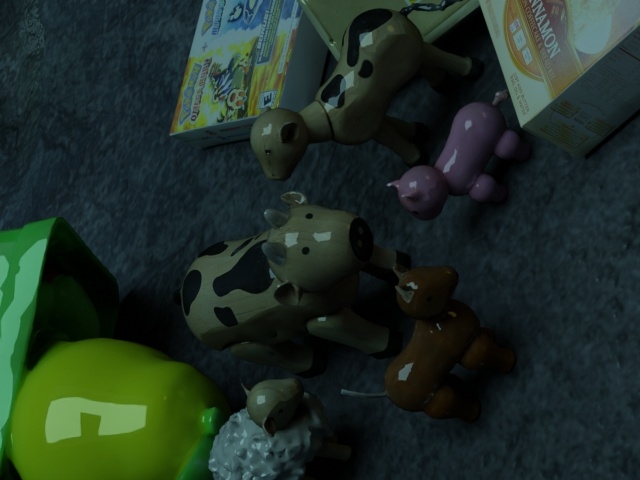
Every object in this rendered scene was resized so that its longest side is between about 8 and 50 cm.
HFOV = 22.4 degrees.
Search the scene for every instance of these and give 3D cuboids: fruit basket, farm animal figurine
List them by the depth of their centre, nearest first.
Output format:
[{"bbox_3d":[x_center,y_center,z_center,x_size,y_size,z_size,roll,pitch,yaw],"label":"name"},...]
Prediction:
[{"bbox_3d":[0.000,0.000,1.252,0.326,0.172,0.330,-37,45,37],"label":"farm animal figurine"},{"bbox_3d":[-0.230,0.176,1.463,0.392,0.283,0.392,-3,71,7],"label":"fruit basket"}]

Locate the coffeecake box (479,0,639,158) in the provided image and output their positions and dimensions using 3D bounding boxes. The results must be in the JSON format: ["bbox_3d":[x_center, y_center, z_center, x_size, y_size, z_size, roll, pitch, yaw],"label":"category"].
[{"bbox_3d":[0.212,-0.174,1.152,0.185,0.068,0.142,-43,41,31],"label":"coffeecake box"}]

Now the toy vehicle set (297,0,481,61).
[{"bbox_3d":[0.076,-0.250,1.303,0.267,0.035,0.166,-34,89,45],"label":"toy vehicle set"}]

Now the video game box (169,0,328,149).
[{"bbox_3d":[-0.058,-0.198,1.554,0.187,0.048,0.205,-8,65,55],"label":"video game box"}]
